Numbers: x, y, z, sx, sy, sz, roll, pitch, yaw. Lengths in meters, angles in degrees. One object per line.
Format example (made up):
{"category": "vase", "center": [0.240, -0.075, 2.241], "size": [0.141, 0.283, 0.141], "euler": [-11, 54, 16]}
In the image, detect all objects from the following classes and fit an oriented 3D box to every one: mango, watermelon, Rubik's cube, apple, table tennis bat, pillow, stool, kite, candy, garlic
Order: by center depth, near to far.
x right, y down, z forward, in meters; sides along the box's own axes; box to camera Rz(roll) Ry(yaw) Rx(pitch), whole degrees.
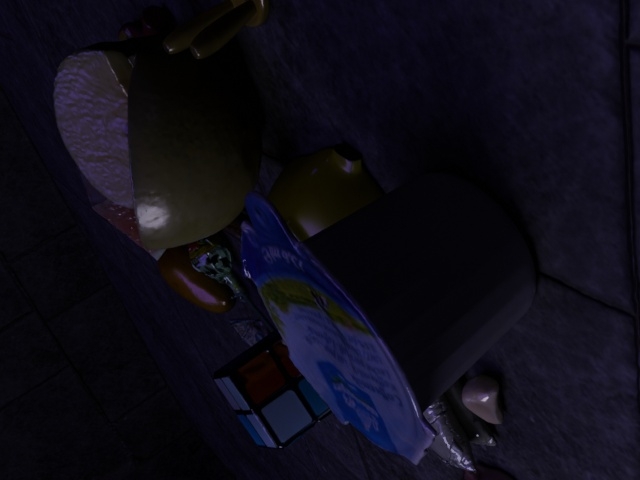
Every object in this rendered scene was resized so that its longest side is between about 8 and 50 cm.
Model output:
{"category": "stool", "center": [-0.132, -0.278, 0.843], "size": [0.134, 0.111, 0.135], "euler": [50, 159, 12]}
{"category": "garlic", "center": [0.202, 0.193, 0.911], "size": [0.053, 0.041, 0.083], "euler": [18, 146, 38]}
{"category": "pillow", "center": [0.145, 0.213, 1.000], "size": [0.181, 0.078, 0.134], "euler": [61, 158, -8]}
{"category": "apple", "center": [-0.206, -0.147, 1.018], "size": [0.295, 0.234, 0.257], "euler": [33, 134, 44]}
{"category": "table tennis bat", "center": [-0.272, -0.286, 1.231], "size": [0.200, 0.038, 0.310], "euler": [52, 161, 6]}
{"category": "Rubik's cube", "center": [-0.076, 0.274, 1.408], "size": [0.180, 0.183, 0.167], "euler": [54, 160, 0]}
{"category": "candy", "center": [-0.161, 0.110, 1.520], "size": [0.305, 0.083, 0.091], "euler": [52, 158, -12]}
{"category": "watermelon", "center": [-0.394, -0.102, 1.563], "size": [0.256, 0.176, 0.260], "euler": [19, 160, 37]}
{"category": "mango", "center": [-0.273, 0.076, 1.626], "size": [0.253, 0.113, 0.138], "euler": [35, 151, 38]}
{"category": "kite", "center": [-0.109, 0.293, 1.726], "size": [0.406, 0.014, 0.368], "euler": [40, 153, 34]}

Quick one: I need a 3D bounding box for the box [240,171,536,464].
{"category": "box", "center": [0.069, 0.033, 0.734], "size": [0.262, 0.206, 0.291], "euler": [6, 126, 61]}

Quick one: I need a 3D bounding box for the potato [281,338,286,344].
{"category": "potato", "center": [0.013, 0.119, 1.187], "size": [0.120, 0.081, 0.149], "euler": [21, 132, 6]}

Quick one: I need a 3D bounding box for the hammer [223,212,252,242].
{"category": "hammer", "center": [-0.182, -0.052, 1.312], "size": [0.409, 0.095, 0.242], "euler": [27, 152, 38]}

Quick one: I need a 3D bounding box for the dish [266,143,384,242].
{"category": "dish", "center": [0.000, 0.000, 0.963], "size": [0.221, 0.108, 0.262], "euler": [56, 159, -3]}

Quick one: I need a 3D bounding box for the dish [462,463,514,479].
{"category": "dish", "center": [0.250, 0.427, 1.063], "size": [0.213, 0.090, 0.213], "euler": [44, 156, 26]}
